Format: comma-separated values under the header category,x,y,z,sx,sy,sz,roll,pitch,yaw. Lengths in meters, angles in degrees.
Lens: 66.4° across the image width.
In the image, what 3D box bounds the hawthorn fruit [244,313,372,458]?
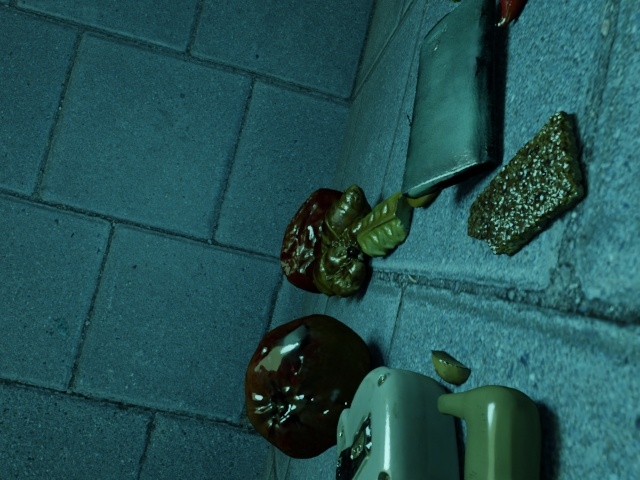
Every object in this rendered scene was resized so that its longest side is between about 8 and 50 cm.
category,x,y,z,sx,sy,sz,roll,pitch,yaw
hawthorn fruit,-0.010,0.314,1.106,0.308,0.324,0.309,16,113,43

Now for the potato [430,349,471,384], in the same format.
category,x,y,z,sx,sy,sz,roll,pitch,yaw
potato,0.181,0.188,0.716,0.093,0.037,0.036,-163,82,-83

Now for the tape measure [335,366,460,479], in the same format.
category,x,y,z,sx,sy,sz,roll,pitch,yaw
tape measure,0.099,0.322,0.735,0.258,0.130,0.265,-82,9,-59

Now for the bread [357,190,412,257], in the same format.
category,x,y,z,sx,sy,sz,roll,pitch,yaw
bread,0.157,-0.036,1.217,0.232,0.087,0.128,130,146,-64

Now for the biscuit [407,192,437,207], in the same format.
category,x,y,z,sx,sy,sz,roll,pitch,yaw
biscuit,0.241,-0.193,0.983,0.154,0.045,0.299,-93,18,-64

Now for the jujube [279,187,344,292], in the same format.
category,x,y,z,sx,sy,sz,roll,pitch,yaw
jujube,-0.001,0.001,1.775,0.377,0.276,0.276,-65,5,-10

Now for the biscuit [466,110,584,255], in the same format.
category,x,y,z,sx,sy,sz,roll,pitch,yaw
biscuit,0.253,-0.049,0.646,0.237,0.026,0.131,117,167,-59

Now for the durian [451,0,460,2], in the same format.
category,x,y,z,sx,sy,sz,roll,pitch,yaw
durian,0.257,-0.511,0.892,0.375,0.106,0.132,-31,-66,-70

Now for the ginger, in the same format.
category,x,y,z,sx,sy,sz,roll,pitch,yaw
ginger,0.075,0.013,1.480,0.274,0.152,0.358,-167,89,-83

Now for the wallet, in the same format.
category,x,y,z,sx,sy,sz,roll,pitch,yaw
wallet,0.232,-0.263,0.872,0.190,0.046,0.379,-24,51,53

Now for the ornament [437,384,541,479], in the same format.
category,x,y,z,sx,sy,sz,roll,pitch,yaw
ornament,0.177,0.261,0.482,0.245,0.061,0.231,112,169,-69

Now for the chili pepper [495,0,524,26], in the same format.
category,x,y,z,sx,sy,sz,roll,pitch,yaw
chili pepper,0.328,-0.553,0.824,0.137,0.091,0.369,103,180,-70
